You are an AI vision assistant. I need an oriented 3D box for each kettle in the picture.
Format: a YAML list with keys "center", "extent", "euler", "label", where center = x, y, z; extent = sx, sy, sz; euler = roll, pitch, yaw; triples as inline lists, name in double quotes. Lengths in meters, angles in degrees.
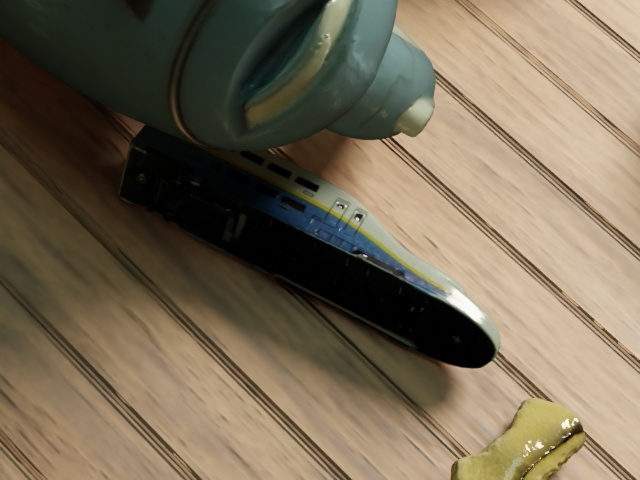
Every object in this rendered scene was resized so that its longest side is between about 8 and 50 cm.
- center: [-0.070, -0.180, 1.044]
  extent: [0.342, 0.247, 0.319]
  euler: [48, 17, 30]
  label: "kettle"

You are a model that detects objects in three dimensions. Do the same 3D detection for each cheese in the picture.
- center: [0.104, 0.116, 1.001]
  extent: [0.083, 0.030, 0.044]
  euler: [-36, 48, -27]
  label: "cheese"

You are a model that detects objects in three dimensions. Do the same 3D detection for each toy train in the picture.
- center: [0.000, 0.000, 1.047]
  extent: [0.234, 0.052, 0.051]
  euler: [26, 48, 7]
  label: "toy train"
